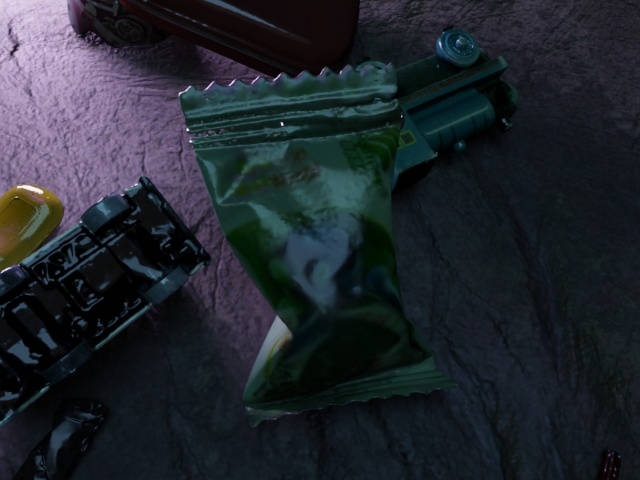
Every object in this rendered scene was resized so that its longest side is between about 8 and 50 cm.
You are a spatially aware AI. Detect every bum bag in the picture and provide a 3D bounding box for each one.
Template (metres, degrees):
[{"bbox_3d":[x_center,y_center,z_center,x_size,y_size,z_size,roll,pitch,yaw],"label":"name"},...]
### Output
[{"bbox_3d":[-0.292,0.235,0.633,0.057,0.034,0.125,29,63,-2],"label":"bum bag"}]

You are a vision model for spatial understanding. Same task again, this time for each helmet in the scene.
[{"bbox_3d":[-0.331,-0.409,0.926,0.176,0.107,0.153,16,59,3],"label":"helmet"}]

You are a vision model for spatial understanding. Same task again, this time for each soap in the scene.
[{"bbox_3d":[-0.406,-0.013,0.743,0.088,0.045,0.140,29,62,6],"label":"soap"}]

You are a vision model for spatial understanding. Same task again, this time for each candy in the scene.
[{"bbox_3d":[0.001,0.000,0.665,0.262,0.172,0.398,-13,101,-18],"label":"candy"}]

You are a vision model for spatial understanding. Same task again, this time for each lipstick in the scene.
[{"bbox_3d":[0.329,0.330,0.663,0.027,0.027,0.177,26,61,7],"label":"lipstick"}]

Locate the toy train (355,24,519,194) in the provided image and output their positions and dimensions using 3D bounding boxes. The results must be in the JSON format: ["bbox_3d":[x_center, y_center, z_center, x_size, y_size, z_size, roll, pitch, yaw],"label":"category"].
[{"bbox_3d":[0.169,-0.203,0.876,0.298,0.120,0.194,-27,76,-19],"label":"toy train"}]

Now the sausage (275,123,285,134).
[{"bbox_3d":[-0.029,-0.125,0.831,0.076,0.076,0.198,-4,65,-9],"label":"sausage"}]

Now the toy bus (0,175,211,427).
[{"bbox_3d":[-0.280,0.065,0.648,0.276,0.164,0.134,-40,99,-23],"label":"toy bus"}]

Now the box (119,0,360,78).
[{"bbox_3d":[-0.125,-0.404,0.894,0.403,0.108,0.263,19,61,-15],"label":"box"}]
